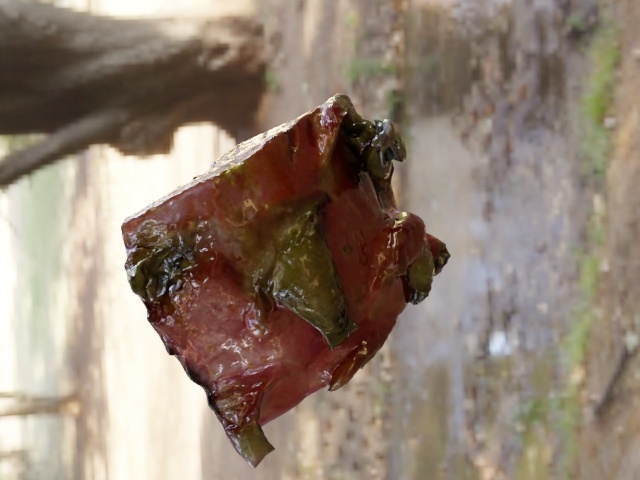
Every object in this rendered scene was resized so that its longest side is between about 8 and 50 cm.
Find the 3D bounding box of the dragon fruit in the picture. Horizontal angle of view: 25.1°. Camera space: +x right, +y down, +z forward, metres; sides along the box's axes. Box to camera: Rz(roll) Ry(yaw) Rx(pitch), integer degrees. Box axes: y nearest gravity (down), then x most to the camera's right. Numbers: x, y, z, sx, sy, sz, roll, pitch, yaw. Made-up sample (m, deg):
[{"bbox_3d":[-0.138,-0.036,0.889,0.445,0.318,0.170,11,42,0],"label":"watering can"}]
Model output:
[{"bbox_3d":[0.000,0.000,0.555,0.102,0.096,0.147,63,-155,-18],"label":"dragon fruit"}]
